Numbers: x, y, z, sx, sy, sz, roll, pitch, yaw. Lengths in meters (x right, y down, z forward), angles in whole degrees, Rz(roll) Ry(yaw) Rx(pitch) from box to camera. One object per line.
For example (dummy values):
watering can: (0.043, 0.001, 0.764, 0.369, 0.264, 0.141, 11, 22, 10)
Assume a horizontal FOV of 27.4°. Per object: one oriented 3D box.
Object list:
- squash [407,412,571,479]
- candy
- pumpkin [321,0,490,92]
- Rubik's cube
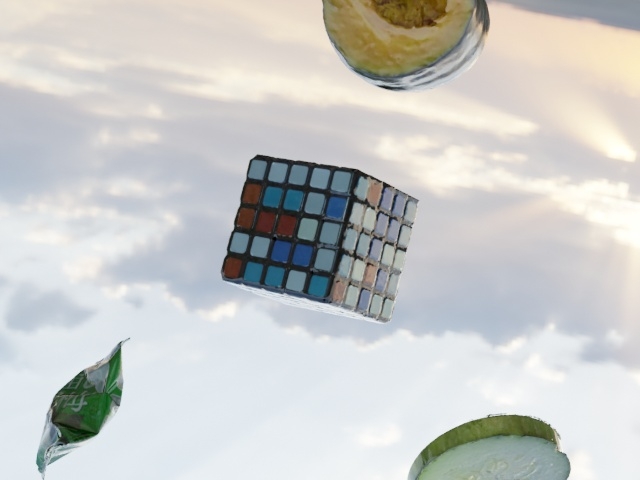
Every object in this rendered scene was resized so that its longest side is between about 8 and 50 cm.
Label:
squash: (0.219, 0.305, 1.743, 0.219, 0.219, 0.041, 7, -136, -18)
candy: (-0.329, 0.235, 1.838, 0.078, 0.203, 0.141, 42, 144, -23)
pumpkin: (0.072, -0.324, 1.521, 0.222, 0.317, 0.139, -7, -168, 16)
Rubik's cube: (0.000, 0.000, 1.784, 0.187, 0.182, 0.184, 10, 173, 34)
